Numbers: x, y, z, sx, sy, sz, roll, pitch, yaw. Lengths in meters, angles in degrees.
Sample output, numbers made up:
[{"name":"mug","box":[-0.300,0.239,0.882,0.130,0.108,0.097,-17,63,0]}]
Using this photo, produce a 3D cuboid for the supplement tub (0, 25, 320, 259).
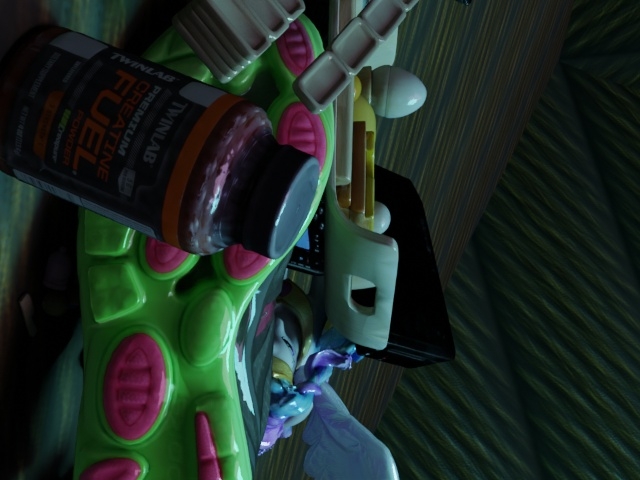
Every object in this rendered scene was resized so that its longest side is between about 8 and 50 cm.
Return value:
[{"name":"supplement tub","box":[-0.102,-0.057,0.816,0.106,0.198,0.106,22,90,-78]}]

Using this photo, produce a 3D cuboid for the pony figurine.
[{"name":"pony figurine","box":[-0.045,0.153,1.367,0.363,0.303,0.351,-71,167,-60]}]

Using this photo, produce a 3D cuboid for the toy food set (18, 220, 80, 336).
[{"name":"toy food set","box":[-0.188,0.018,1.000,0.122,0.019,0.078,-60,166,-30]}]

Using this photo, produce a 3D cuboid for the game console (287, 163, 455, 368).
[{"name":"game console","box":[0.000,0.000,1.237,0.361,0.044,0.213,18,53,-47]}]

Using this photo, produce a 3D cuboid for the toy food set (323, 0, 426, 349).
[{"name":"toy food set","box":[0.051,-0.085,1.118,0.220,0.092,0.306,90,1,-65]}]

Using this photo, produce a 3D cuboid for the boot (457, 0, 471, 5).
[{"name":"boot","box":[0.144,-0.319,1.605,0.045,0.099,0.121,-56,164,-35]}]

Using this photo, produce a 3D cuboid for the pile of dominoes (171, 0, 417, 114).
[{"name":"pile of dominoes","box":[-0.030,-0.210,0.968,0.040,0.196,0.251,-31,-166,39]}]

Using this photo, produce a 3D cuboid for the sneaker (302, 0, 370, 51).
[{"name":"sneaker","box":[0.024,-0.273,1.174,0.115,0.105,0.281,-46,156,-59]}]

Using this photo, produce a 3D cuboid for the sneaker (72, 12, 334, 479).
[{"name":"sneaker","box":[-0.110,0.042,1.030,0.202,0.185,0.483,-132,-125,-79]}]
